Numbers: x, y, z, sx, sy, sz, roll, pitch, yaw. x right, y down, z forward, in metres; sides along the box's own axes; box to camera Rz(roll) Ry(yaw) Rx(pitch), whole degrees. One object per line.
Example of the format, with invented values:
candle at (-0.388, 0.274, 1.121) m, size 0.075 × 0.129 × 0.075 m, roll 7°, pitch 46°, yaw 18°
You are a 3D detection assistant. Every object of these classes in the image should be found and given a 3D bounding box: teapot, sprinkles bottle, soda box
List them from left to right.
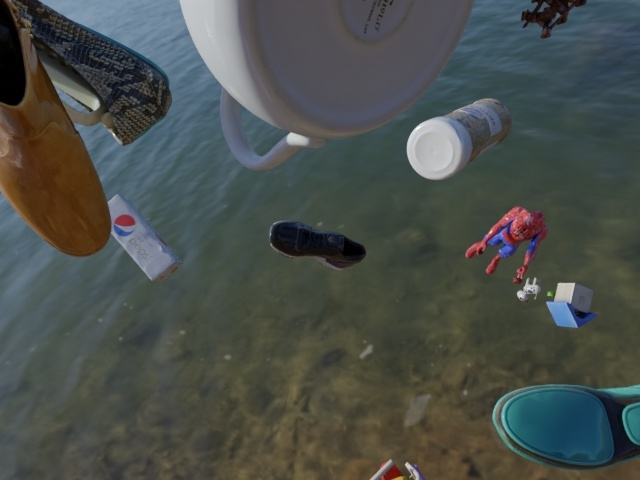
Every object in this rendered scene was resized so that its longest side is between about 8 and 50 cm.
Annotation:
soda box at (-0.429, -0.004, 1.189) m, size 0.074 × 0.216 × 0.069 m, roll -42°, pitch -6°, yaw -4°
teapot at (-0.012, -0.212, 0.401) m, size 0.256 × 0.252 × 0.187 m, roll -42°, pitch 49°, yaw -8°
sprinkles bottle at (0.317, -0.232, 1.109) m, size 0.121 × 0.121 × 0.355 m, roll 8°, pitch 24°, yaw 33°

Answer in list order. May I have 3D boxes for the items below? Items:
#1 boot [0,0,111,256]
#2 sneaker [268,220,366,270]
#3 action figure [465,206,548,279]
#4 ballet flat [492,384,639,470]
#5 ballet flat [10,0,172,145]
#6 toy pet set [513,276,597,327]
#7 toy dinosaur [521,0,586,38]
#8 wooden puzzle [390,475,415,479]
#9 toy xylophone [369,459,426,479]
boot at (-0.299, -0.108, 0.510) m, size 0.104 × 0.295 × 0.211 m, roll -29°, pitch 16°, yaw -23°
sneaker at (0.000, 0.000, 1.367) m, size 0.124 × 0.283 × 0.107 m, roll -19°, pitch 61°, yaw 51°
action figure at (0.361, 0.025, 1.013) m, size 0.091 × 0.280 × 0.139 m, roll 37°, pitch 71°, yaw 9°
ballet flat at (0.295, 0.197, 0.536) m, size 0.247 × 0.087 × 0.083 m, roll -1°, pitch 69°, yaw -4°
ballet flat at (-0.478, -0.317, 0.795) m, size 0.182 × 0.483 × 0.164 m, roll -61°, pitch 10°, yaw -25°
toy pet set at (0.387, 0.109, 0.813) m, size 0.114 × 0.122 × 0.065 m, roll 164°, pitch 124°, yaw -72°
toy dinosaur at (0.171, -0.191, 0.162) m, size 0.218 × 0.322 × 0.164 m, roll -37°, pitch 58°, yaw -21°
wooden puzzle at (0.046, 0.247, 0.406) m, size 0.221 × 0.238 × 0.044 m, roll -32°, pitch 45°, yaw 22°
toy xylophone at (0.114, 0.568, 0.978) m, size 0.322 × 0.236 × 0.081 m, roll -28°, pitch 5°, yaw -29°
